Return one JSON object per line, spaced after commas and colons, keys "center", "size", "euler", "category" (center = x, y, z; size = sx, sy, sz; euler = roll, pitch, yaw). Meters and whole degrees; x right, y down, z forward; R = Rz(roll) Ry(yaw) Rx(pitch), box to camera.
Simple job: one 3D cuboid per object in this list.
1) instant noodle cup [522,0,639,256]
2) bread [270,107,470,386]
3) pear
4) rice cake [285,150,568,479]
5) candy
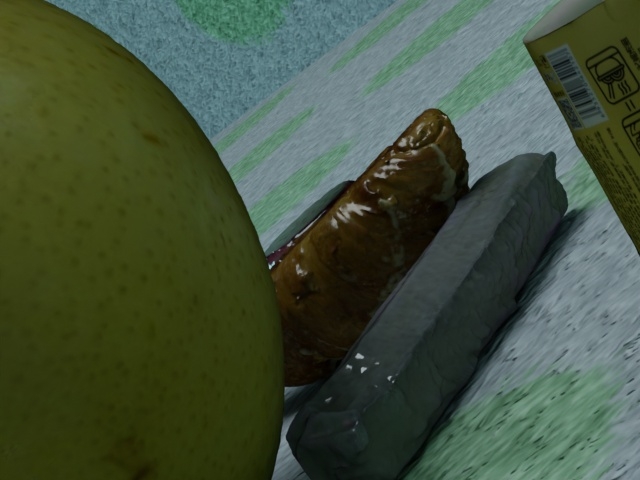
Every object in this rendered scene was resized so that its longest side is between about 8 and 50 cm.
{"center": [0.151, -0.057, 0.687], "size": [0.151, 0.122, 0.151], "euler": [-37, 9, 7], "category": "instant noodle cup"}
{"center": [0.017, 0.019, 1.058], "size": [0.233, 0.076, 0.105], "euler": [-43, 2, 37], "category": "bread"}
{"center": [-0.180, 0.062, 0.830], "size": [0.348, 0.348, 0.348], "euler": [-39, 8, 6], "category": "pear"}
{"center": [0.058, 0.032, 0.911], "size": [0.055, 0.049, 0.270], "euler": [-10, 23, 29], "category": "rice cake"}
{"center": [0.000, 0.000, 1.389], "size": [0.103, 0.043, 0.103], "euler": [-39, 8, 7], "category": "candy"}
